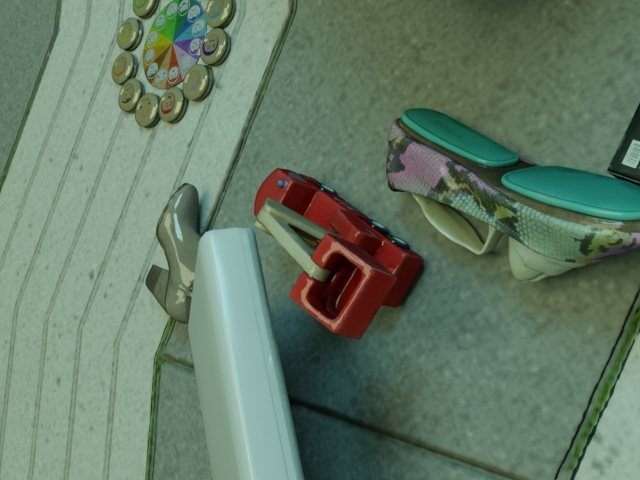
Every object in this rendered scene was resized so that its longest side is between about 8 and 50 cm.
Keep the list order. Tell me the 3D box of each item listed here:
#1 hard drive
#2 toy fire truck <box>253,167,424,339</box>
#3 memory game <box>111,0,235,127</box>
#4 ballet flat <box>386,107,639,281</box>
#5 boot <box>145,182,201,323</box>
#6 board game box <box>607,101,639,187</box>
[{"bbox_3d":[-0.046,0.173,0.558,0.203,0.040,0.308,114,147,-63],"label":"hard drive"},{"bbox_3d":[0.000,0.000,0.570,0.192,0.135,0.047,39,105,39],"label":"toy fire truck"},{"bbox_3d":[-0.155,-0.204,0.832,0.186,0.012,0.186,-11,73,38],"label":"memory game"},{"bbox_3d":[0.120,-0.022,0.524,0.221,0.076,0.079,33,126,47],"label":"ballet flat"},{"bbox_3d":[-0.110,0.015,0.728,0.087,0.042,0.119,21,95,35],"label":"boot"},{"bbox_3d":[0.258,-0.100,0.449,0.126,0.026,0.186,30,99,40],"label":"board game box"}]
